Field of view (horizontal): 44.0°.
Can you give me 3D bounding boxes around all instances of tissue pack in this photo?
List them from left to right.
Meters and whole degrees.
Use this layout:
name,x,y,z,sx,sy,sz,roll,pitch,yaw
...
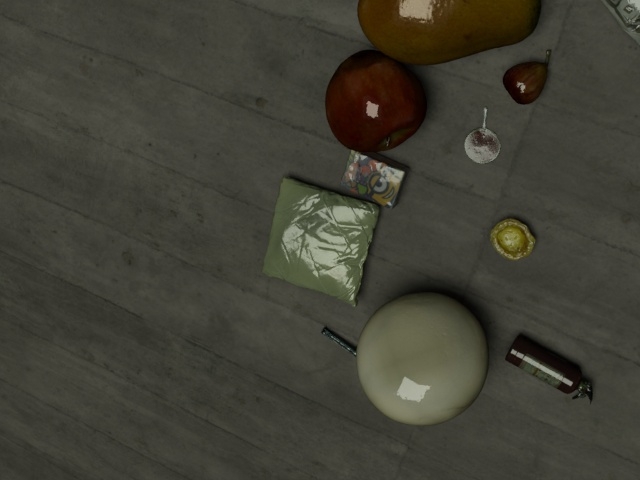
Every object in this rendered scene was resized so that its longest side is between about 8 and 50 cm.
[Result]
name,x,y,z,sx,sy,sz,roll,pitch,yaw
tissue pack,0.131,-0.154,1.926,0.148,0.060,0.109,26,117,15

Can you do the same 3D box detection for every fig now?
name,x,y,z,sx,sy,sz,roll,pitch,yaw
fig,0.457,-0.353,1.700,0.125,0.089,0.089,-39,90,10

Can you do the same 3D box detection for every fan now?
name,x,y,z,sx,sy,sz,roll,pitch,yaw
fan,0.373,-0.240,1.815,0.085,0.005,0.133,11,114,22

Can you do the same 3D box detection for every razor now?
name,x,y,z,sx,sy,sz,roll,pitch,yaw
razor,0.084,0.291,2.130,0.190,0.033,0.066,32,118,11

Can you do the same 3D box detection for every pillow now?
name,x,y,z,sx,sy,sz,roll,pitch,yaw
pillow,-0.001,0.001,2.039,0.274,0.076,0.281,17,109,15

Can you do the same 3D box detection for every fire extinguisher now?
name,x,y,z,sx,sy,sz,roll,pitch,yaw
fire extinguisher,0.559,0.320,1.911,0.231,0.071,0.099,30,146,10

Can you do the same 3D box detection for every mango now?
name,x,y,z,sx,sy,sz,roll,pitch,yaw
mango,0.266,-0.499,1.651,0.378,0.221,0.264,4,106,12

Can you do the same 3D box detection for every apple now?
name,x,y,z,sx,sy,sz,roll,pitch,yaw
apple,0.122,-0.317,1.786,0.230,0.230,0.230,9,112,22

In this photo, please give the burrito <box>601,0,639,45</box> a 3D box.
name,x,y,z,sx,sy,sz,roll,pitch,yaw
burrito,0.589,-0.538,1.551,0.139,0.101,0.445,-35,90,23

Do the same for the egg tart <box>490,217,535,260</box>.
name,x,y,z,sx,sy,sz,roll,pitch,yaw
egg tart,0.449,-0.005,1.848,0.105,0.039,0.105,8,112,21

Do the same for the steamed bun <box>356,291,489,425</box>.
name,x,y,z,sx,sy,sz,roll,pitch,yaw
steamed bun,0.240,0.277,1.886,0.324,0.206,0.324,-5,70,13
